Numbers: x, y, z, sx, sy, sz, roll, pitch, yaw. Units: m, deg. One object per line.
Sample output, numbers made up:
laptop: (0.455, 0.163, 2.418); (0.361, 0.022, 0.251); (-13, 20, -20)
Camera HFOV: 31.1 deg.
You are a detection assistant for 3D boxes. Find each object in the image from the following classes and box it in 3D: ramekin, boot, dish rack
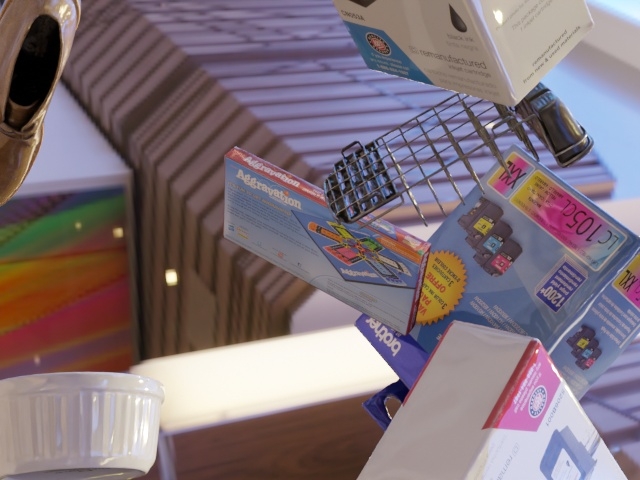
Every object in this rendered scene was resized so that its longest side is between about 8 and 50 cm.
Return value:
ramekin: (-0.354, 0.274, 1.633); (0.273, 0.272, 0.127); (140, -51, -60)
boot: (-0.350, -0.144, 1.277); (0.305, 0.112, 0.115); (-61, -155, 28)
dish rack: (0.133, -0.091, 1.225); (0.074, 0.271, 0.208); (58, 7, -20)

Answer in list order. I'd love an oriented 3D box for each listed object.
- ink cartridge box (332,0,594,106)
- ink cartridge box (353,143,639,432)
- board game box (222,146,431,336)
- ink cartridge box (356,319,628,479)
ink cartridge box: (0.087, -0.293, 1.053); (0.223, 0.129, 0.307); (26, -24, 50)
ink cartridge box: (0.229, 0.109, 1.500); (0.395, 0.151, 0.270); (-51, -137, 6)
board game box: (0.000, 0.000, 1.413); (0.281, 0.027, 0.145); (28, -40, 20)
ink cartridge box: (0.100, 0.134, 0.624); (0.063, 0.109, 0.150); (8, -34, 44)
